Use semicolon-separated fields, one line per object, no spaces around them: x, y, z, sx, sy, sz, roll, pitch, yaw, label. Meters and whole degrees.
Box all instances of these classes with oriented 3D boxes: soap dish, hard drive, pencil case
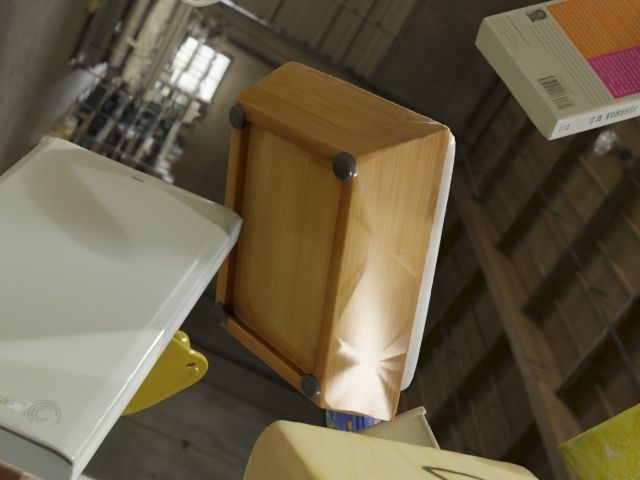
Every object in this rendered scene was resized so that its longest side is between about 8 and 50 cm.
0.000;0.000;0.838;0.229;0.118;0.291;33;-57;44;soap dish
-0.211;0.033;0.705;0.307;0.203;0.040;-62;173;-53;hard drive
0.062;0.290;1.680;0.133;0.119;0.306;-94;180;-50;pencil case

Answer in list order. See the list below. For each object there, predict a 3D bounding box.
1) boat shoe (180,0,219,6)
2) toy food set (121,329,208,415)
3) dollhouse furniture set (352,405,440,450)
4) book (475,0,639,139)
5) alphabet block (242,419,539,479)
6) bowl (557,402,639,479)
-0.046;-0.357;0.944;0.319;0.099;0.116;-33;157;-24;boat shoe
-0.241;0.155;1.058;0.218;0.128;0.071;-28;-120;16;toy food set
0.097;0.353;1.201;0.242;0.212;0.161;110;-41;-59;dollhouse furniture set
0.190;-0.123;0.593;0.035;0.144;0.096;103;-34;-54;book
0.052;0.229;0.448;0.197;0.192;0.193;33;-75;66;alphabet block
0.365;0.175;0.737;0.289;0.289;0.156;-49;-118;47;bowl
